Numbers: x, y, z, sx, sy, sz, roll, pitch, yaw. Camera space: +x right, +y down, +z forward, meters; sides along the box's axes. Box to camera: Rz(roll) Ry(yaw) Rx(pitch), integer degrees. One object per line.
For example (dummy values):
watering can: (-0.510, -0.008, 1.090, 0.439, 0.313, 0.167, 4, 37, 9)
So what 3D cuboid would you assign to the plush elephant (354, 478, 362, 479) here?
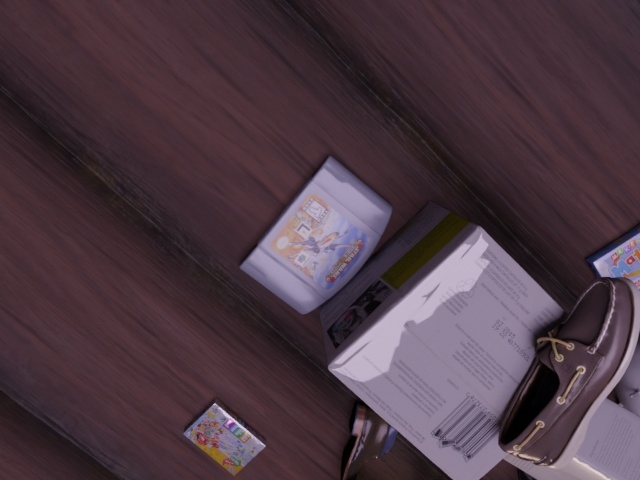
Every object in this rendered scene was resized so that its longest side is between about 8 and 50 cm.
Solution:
plush elephant: (0.207, 0.671, 1.273, 0.256, 0.330, 0.271, -10, 120, -30)

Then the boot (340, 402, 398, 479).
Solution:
boot: (0.107, 0.475, 1.308, 0.106, 0.082, 0.219, 11, 100, -3)

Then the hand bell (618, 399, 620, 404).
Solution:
hand bell: (0.698, 0.435, 1.333, 0.126, 0.126, 0.241, -5, 91, -2)

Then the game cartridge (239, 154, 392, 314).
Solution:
game cartridge: (0.000, 0.000, 1.210, 0.198, 0.062, 0.297, 38, 98, -6)

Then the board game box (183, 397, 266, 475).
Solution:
board game box: (-0.212, 0.437, 1.310, 0.154, 0.026, 0.103, 43, 97, -11)

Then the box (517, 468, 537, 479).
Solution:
box: (0.504, 0.510, 1.297, 0.093, 0.158, 0.155, -12, 103, -3)

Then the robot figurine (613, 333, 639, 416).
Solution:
robot figurine: (0.757, 0.262, 1.215, 0.354, 0.199, 0.299, -23, 138, -10)

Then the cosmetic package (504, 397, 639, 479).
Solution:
cosmetic package: (0.484, 0.386, 1.113, 0.225, 0.224, 0.138, 28, 63, 20)

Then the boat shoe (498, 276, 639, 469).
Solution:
boat shoe: (0.375, 0.198, 0.902, 0.097, 0.116, 0.324, 17, 105, -10)

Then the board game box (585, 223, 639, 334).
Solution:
board game box: (0.696, 0.083, 1.271, 0.160, 0.039, 0.211, -34, 101, 5)

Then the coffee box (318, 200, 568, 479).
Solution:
coffee box: (0.237, 0.171, 1.115, 0.338, 0.334, 0.338, 44, 95, -10)
